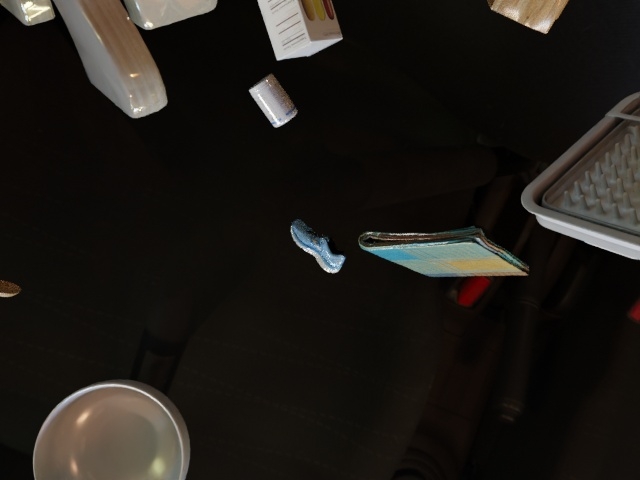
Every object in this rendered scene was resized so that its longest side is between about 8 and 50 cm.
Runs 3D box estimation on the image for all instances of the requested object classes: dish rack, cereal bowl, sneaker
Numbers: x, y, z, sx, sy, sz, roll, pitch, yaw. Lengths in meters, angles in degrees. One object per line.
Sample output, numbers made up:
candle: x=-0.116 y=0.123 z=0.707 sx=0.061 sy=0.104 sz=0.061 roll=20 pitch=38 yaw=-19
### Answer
dish rack: x=0.484 y=-0.088 z=0.739 sx=0.333 sy=0.285 sz=0.072 roll=-38 pitch=125 yaw=-16
cereal bowl: x=-0.456 y=0.482 z=1.228 sx=0.339 sy=0.141 sz=0.339 roll=0 pitch=85 yaw=3
sneaker: x=0.000 y=0.000 z=1.290 sx=0.162 sy=0.063 sz=0.073 roll=42 pitch=125 yaw=5

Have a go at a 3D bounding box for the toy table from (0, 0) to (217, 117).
toy table: x=-0.184 y=-0.202 z=0.350 sx=0.274 sy=0.252 sz=0.161 roll=-22 pitch=140 yaw=-21

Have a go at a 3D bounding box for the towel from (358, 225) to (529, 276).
towel: x=0.287 y=0.034 z=1.202 sx=0.271 sy=0.370 sz=0.040 roll=-3 pitch=76 yaw=35

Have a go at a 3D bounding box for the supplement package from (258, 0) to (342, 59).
supplement package: x=-0.064 y=-0.614 z=1.390 sx=0.139 sy=0.134 sz=0.244 roll=-28 pitch=103 yaw=-43

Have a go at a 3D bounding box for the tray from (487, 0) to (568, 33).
tray: x=0.309 y=-0.435 z=0.547 sx=0.076 sy=0.203 sz=0.411 roll=25 pitch=121 yaw=1

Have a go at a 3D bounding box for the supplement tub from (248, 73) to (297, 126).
supplement tub: x=-0.110 y=-0.328 z=1.259 sx=0.071 sy=0.071 sz=0.107 roll=-35 pitch=111 yaw=0

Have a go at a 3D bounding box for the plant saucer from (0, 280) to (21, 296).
plant saucer: x=-0.797 y=0.122 z=1.341 sx=0.083 sy=0.083 sz=0.015 roll=20 pitch=97 yaw=-4
